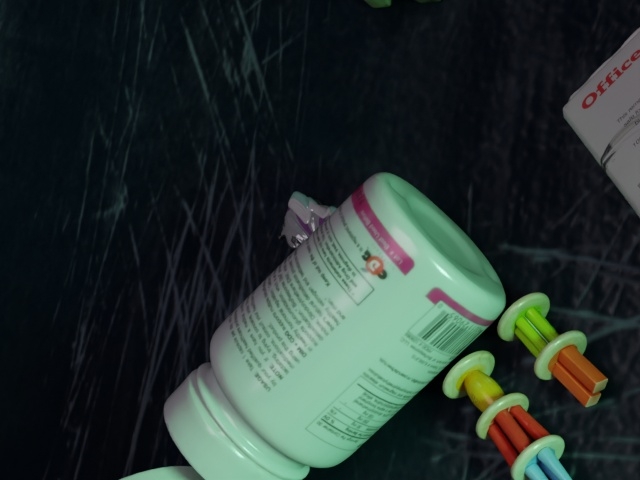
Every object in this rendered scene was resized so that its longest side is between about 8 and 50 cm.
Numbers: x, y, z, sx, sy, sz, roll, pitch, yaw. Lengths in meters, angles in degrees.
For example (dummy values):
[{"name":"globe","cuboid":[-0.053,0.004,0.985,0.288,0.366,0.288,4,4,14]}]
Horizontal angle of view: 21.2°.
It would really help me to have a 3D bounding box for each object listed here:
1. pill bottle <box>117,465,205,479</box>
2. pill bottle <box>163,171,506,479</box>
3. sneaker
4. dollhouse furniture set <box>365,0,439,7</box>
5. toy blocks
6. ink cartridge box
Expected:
[{"name":"pill bottle","cuboid":[-0.111,0.353,1.457,0.169,0.169,0.302,-31,61,22]},{"name":"pill bottle","cuboid":[0.008,0.091,1.464,0.283,0.160,0.160,-44,57,14]},{"name":"sneaker","cuboid":[0.000,0.000,1.576,0.098,0.038,0.069,23,91,46]},{"name":"dollhouse furniture set","cuboid":[0.011,-0.414,1.621,0.201,0.152,0.374,-2,75,33]},{"name":"toy blocks","cuboid":[0.185,0.134,1.399,0.123,0.054,0.148,-48,56,13]},{"name":"ink cartridge box","cuboid":[0.309,-0.081,1.302,0.172,0.100,0.237,-45,31,14]}]
